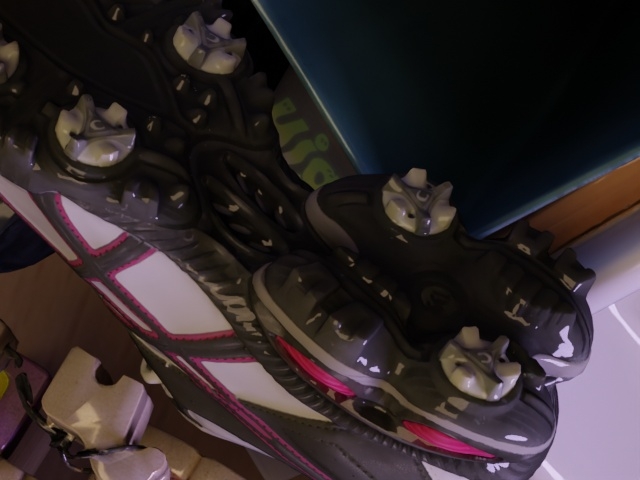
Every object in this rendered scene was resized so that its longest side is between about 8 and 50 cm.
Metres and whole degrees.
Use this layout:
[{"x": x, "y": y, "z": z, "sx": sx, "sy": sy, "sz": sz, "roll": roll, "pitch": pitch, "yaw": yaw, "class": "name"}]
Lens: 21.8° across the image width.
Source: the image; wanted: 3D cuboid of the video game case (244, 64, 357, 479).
[{"x": 0.000, "y": 0.000, "z": 0.773, "sx": 0.173, "sy": 0.022, "sz": 0.190, "roll": -29, "pitch": 96, "yaw": 20, "class": "video game case"}]

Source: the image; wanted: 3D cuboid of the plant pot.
[{"x": 0.097, "y": -0.135, "z": 0.589, "sx": 0.165, "sy": 0.234, "sz": 0.165, "roll": -28, "pitch": 97, "yaw": 33, "class": "plant pot"}]

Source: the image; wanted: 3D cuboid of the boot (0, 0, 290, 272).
[{"x": -0.254, "y": -0.153, "z": 0.629, "sx": 0.445, "sy": 0.367, "sz": 0.146, "roll": 48, "pitch": 151, "yaw": 1, "class": "boot"}]

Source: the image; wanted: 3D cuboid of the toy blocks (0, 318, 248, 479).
[{"x": -0.111, "y": 0.203, "z": 0.668, "sx": 0.288, "sy": 0.309, "sz": 0.260, "roll": 31, "pitch": 77, "yaw": 6, "class": "toy blocks"}]

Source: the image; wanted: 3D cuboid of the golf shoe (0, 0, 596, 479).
[{"x": -0.049, "y": -0.002, "z": 0.527, "sx": 0.273, "sy": 0.105, "sz": 0.120, "roll": 39, "pitch": 137, "yaw": 12, "class": "golf shoe"}]

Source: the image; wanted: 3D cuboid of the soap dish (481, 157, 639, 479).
[{"x": 0.195, "y": 0.044, "z": 0.634, "sx": 0.229, "sy": 0.118, "sz": 0.291, "roll": -32, "pitch": 121, "yaw": 21, "class": "soap dish"}]
